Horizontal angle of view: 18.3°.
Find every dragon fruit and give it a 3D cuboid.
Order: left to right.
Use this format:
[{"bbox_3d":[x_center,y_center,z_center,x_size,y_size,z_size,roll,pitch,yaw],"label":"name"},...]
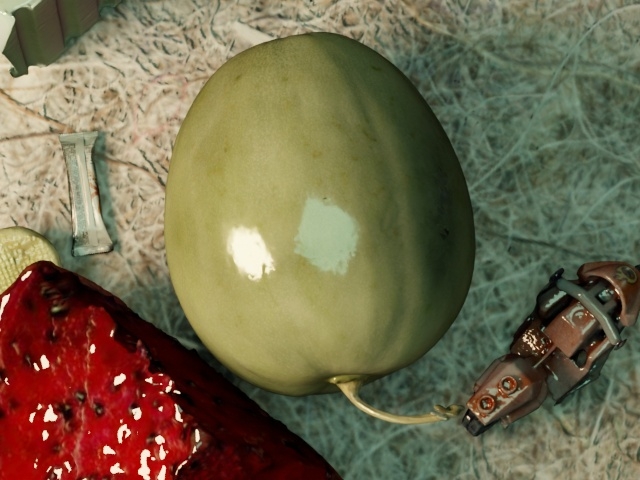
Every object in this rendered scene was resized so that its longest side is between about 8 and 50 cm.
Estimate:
[{"bbox_3d":[-0.186,0.222,1.669,0.286,0.228,0.329,39,102,33],"label":"dragon fruit"}]

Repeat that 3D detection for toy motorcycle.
[{"bbox_3d":[0.203,0.086,1.695,0.212,0.118,0.084,-41,77,-8],"label":"toy motorcycle"}]

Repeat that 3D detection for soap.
[{"bbox_3d":[-0.235,-0.221,1.649,0.145,0.230,0.091,-43,87,-9],"label":"soap"}]

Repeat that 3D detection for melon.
[{"bbox_3d":[-0.001,-0.015,1.630,0.271,0.272,0.308,13,69,-2],"label":"melon"}]

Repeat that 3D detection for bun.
[{"bbox_3d":[-0.263,0.030,1.704,0.086,0.055,0.086,1,86,-18],"label":"bun"}]

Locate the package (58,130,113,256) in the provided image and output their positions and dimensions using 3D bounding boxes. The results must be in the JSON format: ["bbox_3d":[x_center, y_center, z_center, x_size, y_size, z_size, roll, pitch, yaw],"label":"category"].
[{"bbox_3d":[-0.205,-0.042,1.735,0.037,0.015,0.110,-7,84,-6],"label":"package"}]
